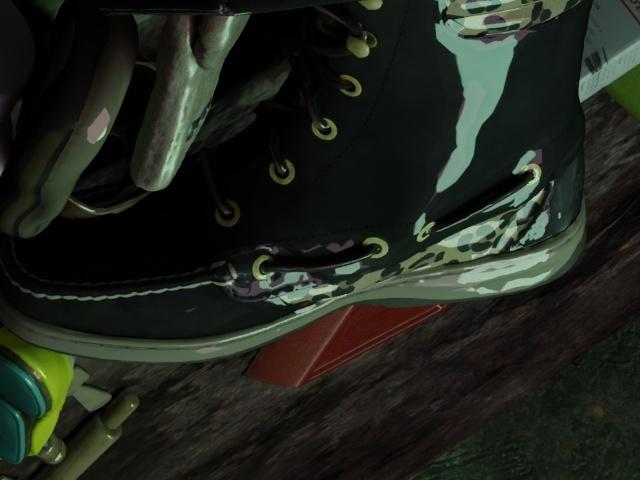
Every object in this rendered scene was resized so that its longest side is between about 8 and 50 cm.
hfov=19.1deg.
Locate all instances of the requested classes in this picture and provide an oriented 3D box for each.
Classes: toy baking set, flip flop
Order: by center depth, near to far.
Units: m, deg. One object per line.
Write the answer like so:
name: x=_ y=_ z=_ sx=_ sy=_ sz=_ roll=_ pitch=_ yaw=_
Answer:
flip flop: x=-0.107 y=-0.056 z=0.931 sx=0.080 sy=0.112 sz=0.277 roll=13 pitch=172 yaw=-12
toy baking set: x=-0.245 y=0.185 z=1.634 sx=0.256 sy=0.030 sz=0.197 roll=-43 pitch=163 yaw=27

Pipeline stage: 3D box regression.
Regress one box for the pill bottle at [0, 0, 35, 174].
pill bottle: x=-0.206 y=-0.041 z=0.885 sx=0.108 sy=0.108 sz=0.180 roll=-19 pitch=158 yaw=-45

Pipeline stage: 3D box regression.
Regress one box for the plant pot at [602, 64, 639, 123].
plant pot: x=0.372 y=-0.132 z=1.479 sx=0.275 sy=0.293 sz=0.275 roll=-32 pitch=164 yaw=-10

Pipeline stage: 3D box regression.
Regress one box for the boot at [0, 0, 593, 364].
boot: x=-0.007 y=-0.076 z=1.094 sx=0.377 sy=0.138 sz=0.284 roll=-6 pitch=137 yaw=-11

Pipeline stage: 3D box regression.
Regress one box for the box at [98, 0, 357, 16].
box: x=0.022 y=-0.201 z=0.712 sx=0.060 sy=0.216 sz=0.270 roll=6 pitch=-167 yaw=37

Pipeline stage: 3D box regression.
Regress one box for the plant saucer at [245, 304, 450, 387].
plant saucer: x=0.072 y=0.044 z=1.849 sx=0.258 sy=0.047 sz=0.259 roll=-26 pitch=162 yaw=-30

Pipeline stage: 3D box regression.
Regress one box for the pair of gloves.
pair of gloves: x=-0.023 y=-0.160 z=0.846 sx=0.204 sy=0.042 sz=0.240 roll=-62 pitch=-177 yaw=47

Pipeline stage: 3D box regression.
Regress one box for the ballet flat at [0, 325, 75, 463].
ballet flat: x=-0.212 y=0.095 z=1.382 sx=0.077 sy=0.077 sz=0.231 roll=-52 pitch=175 yaw=-24

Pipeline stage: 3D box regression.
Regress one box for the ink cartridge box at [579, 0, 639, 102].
ink cartridge box: x=0.173 y=-0.156 z=1.345 sx=0.180 sy=0.104 sz=0.060 roll=-33 pitch=165 yaw=-5
